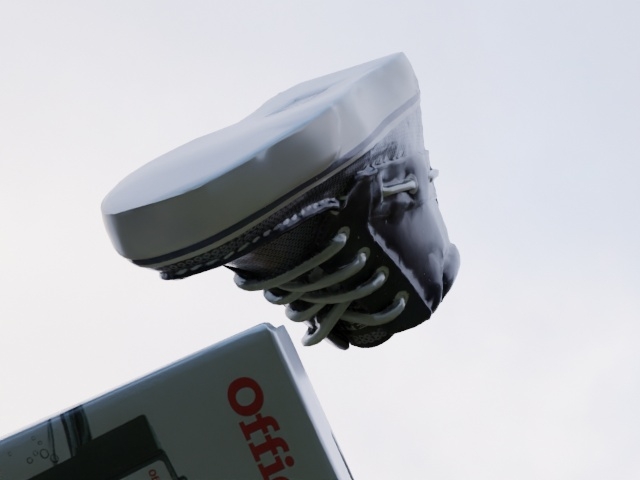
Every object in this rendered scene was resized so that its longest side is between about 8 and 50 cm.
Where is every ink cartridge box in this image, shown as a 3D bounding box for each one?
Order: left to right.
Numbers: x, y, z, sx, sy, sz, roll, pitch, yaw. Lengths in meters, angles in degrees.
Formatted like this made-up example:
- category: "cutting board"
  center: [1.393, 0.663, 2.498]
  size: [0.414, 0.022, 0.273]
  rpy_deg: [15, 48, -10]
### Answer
- category: "ink cartridge box"
  center: [-0.080, 0.137, 0.683]
  size: [0.208, 0.087, 0.153]
  rpy_deg: [-25, -92, -2]

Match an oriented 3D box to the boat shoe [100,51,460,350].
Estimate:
- category: "boat shoe"
  center: [0.000, 0.000, 1.030]
  size: [0.127, 0.340, 0.158]
  rpy_deg: [-15, -80, 26]
